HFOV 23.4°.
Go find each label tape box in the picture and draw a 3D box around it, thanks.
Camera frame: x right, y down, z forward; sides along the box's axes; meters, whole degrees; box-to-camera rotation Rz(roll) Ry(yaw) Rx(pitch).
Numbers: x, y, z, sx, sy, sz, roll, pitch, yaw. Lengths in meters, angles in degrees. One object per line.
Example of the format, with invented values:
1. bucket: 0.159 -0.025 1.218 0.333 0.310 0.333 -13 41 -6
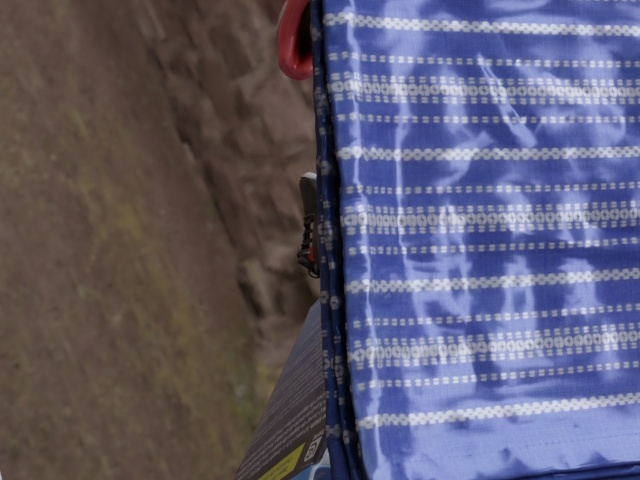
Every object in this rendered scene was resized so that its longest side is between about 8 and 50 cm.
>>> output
1. label tape box: 0.026 0.164 1.303 0.115 0.249 0.348 29 55 -10

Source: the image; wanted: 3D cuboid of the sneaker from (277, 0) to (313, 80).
1. sneaker: 0.051 -0.289 1.609 0.116 0.314 0.136 30 27 -5

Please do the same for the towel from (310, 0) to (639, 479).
1. towel: 0.110 -0.023 0.870 0.040 0.243 0.336 -8 -95 63

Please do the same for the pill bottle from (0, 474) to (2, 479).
1. pill bottle: -0.409 0.231 1.228 0.161 0.283 0.161 53 14 -19

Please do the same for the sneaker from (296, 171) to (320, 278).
1. sneaker: 0.000 0.000 1.757 0.061 0.065 0.158 135 -67 -75
